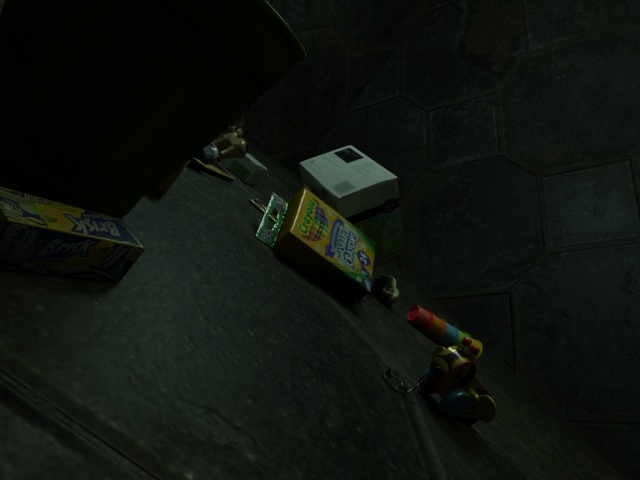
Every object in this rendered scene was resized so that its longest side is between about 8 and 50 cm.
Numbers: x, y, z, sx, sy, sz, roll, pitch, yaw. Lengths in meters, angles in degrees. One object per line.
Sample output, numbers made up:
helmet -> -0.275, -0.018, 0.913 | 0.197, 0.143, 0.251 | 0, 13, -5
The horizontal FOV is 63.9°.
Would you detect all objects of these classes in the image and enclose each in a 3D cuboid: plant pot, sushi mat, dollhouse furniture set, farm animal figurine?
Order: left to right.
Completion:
plant pot -> -0.271, -0.234, 0.707 | 0.367, 0.353, 0.366 | 38, 8, -6
sushi mat -> -0.384, -0.256, 1.568 | 0.151, 0.019, 0.316 | 41, 7, 16
farm animal figurine -> -0.357, -0.422, 1.731 | 0.327, 0.172, 0.330 | -4, -70, 61
dollhouse furniture set -> -0.123, -0.144, 1.669 | 0.123, 0.151, 0.144 | 40, 5, 5

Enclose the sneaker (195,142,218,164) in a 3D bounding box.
sneaker -> -0.391, -0.307, 1.467 | 0.224, 0.083, 0.098 | 40, 12, 14

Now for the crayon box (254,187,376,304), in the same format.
crayon box -> 0.000, 0.000, 1.362 | 0.323, 0.083, 0.203 | 36, 37, -18

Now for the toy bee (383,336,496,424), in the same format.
toy bee -> 0.287, 0.289, 1.061 | 0.195, 0.162, 0.298 | 46, 10, 31

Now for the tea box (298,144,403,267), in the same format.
tea box -> 0.106, -0.108, 1.784 | 0.329, 0.220, 0.323 | 48, -24, 53

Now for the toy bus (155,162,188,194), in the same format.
toy bus -> -0.347, -0.182, 0.989 | 0.191, 0.104, 0.202 | 43, 8, 27

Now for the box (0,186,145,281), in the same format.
box -> -0.263, -0.002, 0.518 | 0.059, 0.054, 0.169 | 43, 8, 23

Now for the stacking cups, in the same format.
stacking cups -> 0.442, 0.332, 1.855 | 0.316, 0.096, 0.096 | 33, 9, -20

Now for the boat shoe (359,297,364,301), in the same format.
boat shoe -> 0.095, 0.144, 1.494 | 0.100, 0.035, 0.035 | 40, -21, 39

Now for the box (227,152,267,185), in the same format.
box -> -0.276, -0.273, 1.937 | 0.101, 0.087, 0.102 | 40, 7, 9

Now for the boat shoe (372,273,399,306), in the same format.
boat shoe -> 0.225, 0.159, 1.835 | 0.073, 0.080, 0.223 | 43, 11, -14
